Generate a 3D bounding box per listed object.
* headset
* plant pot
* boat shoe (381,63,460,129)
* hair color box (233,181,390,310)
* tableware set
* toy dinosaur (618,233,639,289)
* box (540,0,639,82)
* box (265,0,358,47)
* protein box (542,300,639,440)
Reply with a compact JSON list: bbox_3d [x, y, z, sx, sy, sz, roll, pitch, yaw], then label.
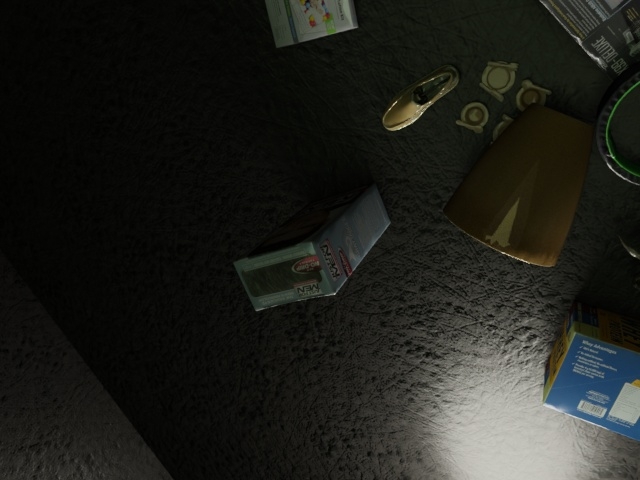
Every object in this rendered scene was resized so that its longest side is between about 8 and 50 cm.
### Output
[{"bbox_3d":[0.654,-0.206,0.830,0.394,0.185,0.243,-19,116,33],"label":"headset"},{"bbox_3d":[0.397,-0.118,0.997,0.237,0.237,0.254,27,112,11],"label":"plant pot"},{"bbox_3d":[0.196,-0.292,1.084,0.190,0.072,0.068,-38,94,33],"label":"boat shoe"},{"bbox_3d":[0.000,0.000,1.126,0.185,0.374,0.114,-16,105,29],"label":"hair color box"},{"bbox_3d":[0.365,-0.265,1.051,0.141,0.020,0.169,29,122,10],"label":"tableware set"},{"bbox_3d":[0.708,0.067,1.011,0.313,0.121,0.160,43,111,7],"label":"toy dinosaur"},{"bbox_3d":[0.476,-0.424,0.810,0.307,0.077,0.242,28,129,-28],"label":"box"},{"bbox_3d":[-0.024,-0.501,1.110,0.186,0.038,0.145,-4,111,25],"label":"box"},{"bbox_3d":[0.606,0.271,1.117,0.199,0.136,0.201,18,119,17],"label":"protein box"}]
